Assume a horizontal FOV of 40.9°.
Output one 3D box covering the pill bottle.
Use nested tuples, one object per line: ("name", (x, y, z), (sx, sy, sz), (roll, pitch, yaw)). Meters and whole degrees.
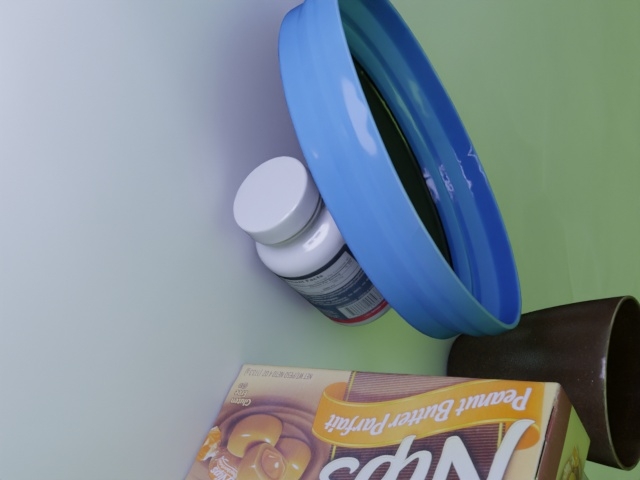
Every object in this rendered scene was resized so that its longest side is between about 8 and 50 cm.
("pill bottle", (0.000, 0.000, 0.835), (0.180, 0.107, 0.108), (44, 54, -45))

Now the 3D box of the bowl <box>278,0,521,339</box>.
("bowl", (0.086, -0.081, 0.870), (0.391, 0.077, 0.391), (49, 27, -35))

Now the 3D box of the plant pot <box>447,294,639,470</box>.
("plant pot", (0.293, 0.178, 1.132), (0.215, 0.230, 0.216), (3, 87, -55))

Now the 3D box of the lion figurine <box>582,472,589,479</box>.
("lion figurine", (0.367, 0.382, 1.301), (0.142, 0.240, 0.393), (61, 17, -76))

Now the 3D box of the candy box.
("candy box", (0.037, 0.203, 0.696), (0.088, 0.316, 0.183), (55, 47, -37))
